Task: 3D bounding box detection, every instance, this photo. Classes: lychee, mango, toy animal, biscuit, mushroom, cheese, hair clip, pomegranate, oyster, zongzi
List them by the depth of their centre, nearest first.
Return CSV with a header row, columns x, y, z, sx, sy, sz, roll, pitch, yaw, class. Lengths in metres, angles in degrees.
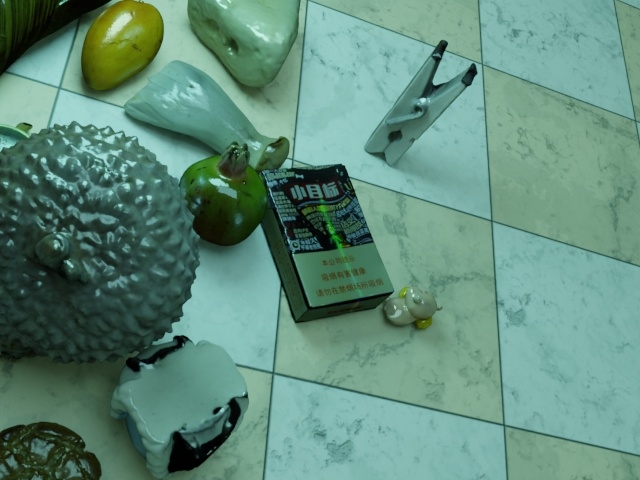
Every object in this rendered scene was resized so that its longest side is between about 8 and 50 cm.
x,y,z,sx,sy,sz,roll,pitch,yaw,class
-0.436,0.383,1.337,0.226,0.042,0.225,13,55,-20,biscuit
-0.375,0.011,1.379,0.381,0.432,0.380,0,93,-8,lychee
-0.516,0.159,1.426,0.148,0.051,0.103,22,48,-1,oyster
-0.240,0.273,1.433,0.208,0.156,0.204,-26,73,-44,toy animal
-0.177,-0.095,1.654,0.180,0.209,0.180,18,39,-15,pomegranate
-0.545,-0.416,1.696,0.403,0.208,0.432,-4,77,-37,zongzi
-0.403,-0.393,1.770,0.112,0.145,0.219,15,60,32,mango
0.187,0.124,1.783,0.114,0.082,0.091,7,57,-22,toy animal
-0.221,-0.236,1.793,0.329,0.122,0.159,34,88,-3,mushroom
0.205,-0.283,1.881,0.101,0.331,0.085,32,50,-7,hair clip
-0.163,-0.450,1.899,0.251,0.173,0.247,8,49,-23,cheese

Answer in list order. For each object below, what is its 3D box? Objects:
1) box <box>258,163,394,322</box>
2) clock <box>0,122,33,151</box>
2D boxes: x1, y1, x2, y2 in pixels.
x,y,z,sx,sy,sz,roll,pitch,yaw,class
0.000,0.000,1.763,0.198,0.084,0.310,-8,66,-30,box
-0.574,-0.139,1.569,0.170,0.069,0.232,11,56,-20,clock
